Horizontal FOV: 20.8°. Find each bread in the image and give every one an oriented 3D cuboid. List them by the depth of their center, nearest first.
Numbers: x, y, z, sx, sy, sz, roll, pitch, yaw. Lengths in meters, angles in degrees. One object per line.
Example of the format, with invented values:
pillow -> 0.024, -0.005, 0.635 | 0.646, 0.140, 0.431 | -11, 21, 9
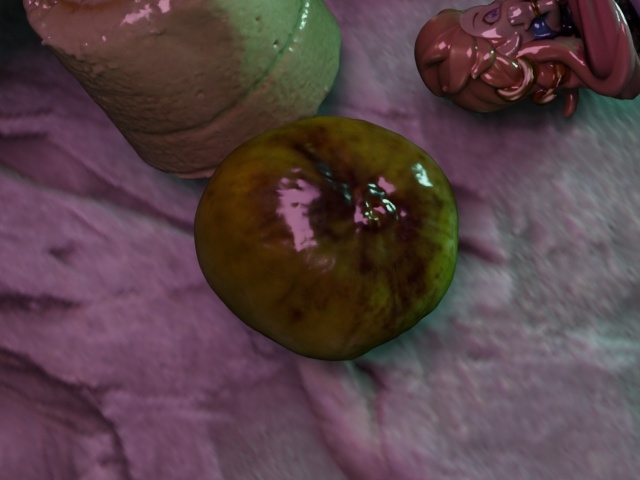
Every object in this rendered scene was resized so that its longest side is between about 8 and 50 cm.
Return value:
bread -> -0.078, -0.130, 1.016 | 0.148, 0.141, 0.134 | -37, 45, -1

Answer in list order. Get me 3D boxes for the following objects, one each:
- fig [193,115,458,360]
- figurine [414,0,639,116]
fig -> 0.002, -0.003, 0.984 | 0.153, 0.121, 0.136 | 15, 72, 16
figurine -> 0.135, -0.119, 1.008 | 0.114, 0.126, 0.157 | 40, 114, -19
